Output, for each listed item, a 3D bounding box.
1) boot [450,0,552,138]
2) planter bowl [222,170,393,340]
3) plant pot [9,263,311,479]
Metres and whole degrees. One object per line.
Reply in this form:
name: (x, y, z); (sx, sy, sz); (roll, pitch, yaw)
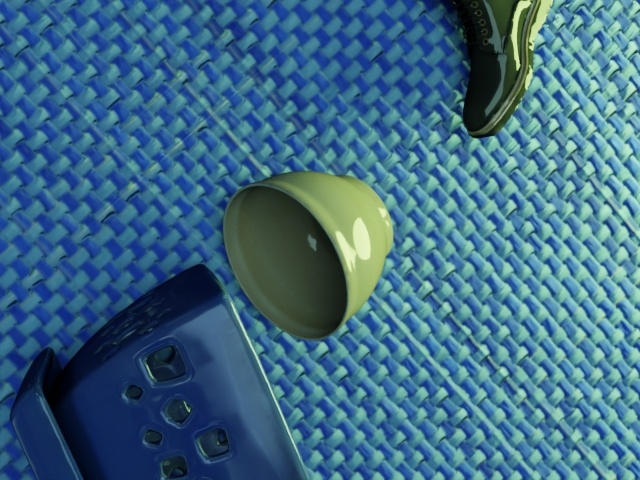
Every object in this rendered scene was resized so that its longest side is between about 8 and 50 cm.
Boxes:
boot: (0.148, -0.215, 1.249); (0.137, 0.077, 0.198); (26, 72, -31)
planter bowl: (0.000, 0.000, 1.205); (0.109, 0.162, 0.162); (-32, 100, -39)
plant pot: (-0.144, 0.174, 1.128); (0.212, 0.236, 0.236); (-23, 98, -7)
